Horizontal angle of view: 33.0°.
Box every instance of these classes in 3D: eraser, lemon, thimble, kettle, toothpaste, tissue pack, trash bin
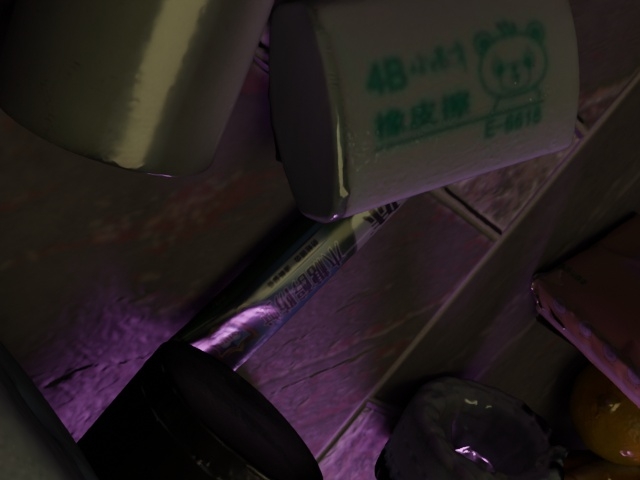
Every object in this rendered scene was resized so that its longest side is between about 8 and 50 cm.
[{"bbox_3d":[0.098,-0.142,0.977,0.290,0.104,0.189,-18,103,-30],"label":"eraser"},{"bbox_3d":[0.469,0.254,1.645,0.178,0.178,0.203,-53,148,10],"label":"lemon"},{"bbox_3d":[0.189,0.295,1.381,0.237,0.237,0.150,-4,126,-40],"label":"thimble"},{"bbox_3d":[-0.098,-0.198,0.748,0.255,0.165,0.240,-68,167,20],"label":"kettle"},{"bbox_3d":[0.000,0.000,1.075,0.392,0.061,0.099,-45,136,1],"label":"toothpaste"},{"bbox_3d":[0.434,0.106,1.414,0.215,0.257,0.123,-30,143,-18],"label":"tissue pack"},{"bbox_3d":[-0.168,0.271,1.004,0.301,0.252,0.203,-47,141,7],"label":"trash bin"}]

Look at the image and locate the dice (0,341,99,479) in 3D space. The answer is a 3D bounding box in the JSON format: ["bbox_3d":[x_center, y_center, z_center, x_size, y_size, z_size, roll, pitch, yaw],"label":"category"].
[{"bbox_3d":[-0.318,0.205,0.799,0.264,0.268,0.263,-37,142,-11],"label":"dice"}]

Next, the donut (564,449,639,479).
[{"bbox_3d":[0.348,0.506,1.739,0.448,0.198,0.449,-24,144,-19],"label":"donut"}]
